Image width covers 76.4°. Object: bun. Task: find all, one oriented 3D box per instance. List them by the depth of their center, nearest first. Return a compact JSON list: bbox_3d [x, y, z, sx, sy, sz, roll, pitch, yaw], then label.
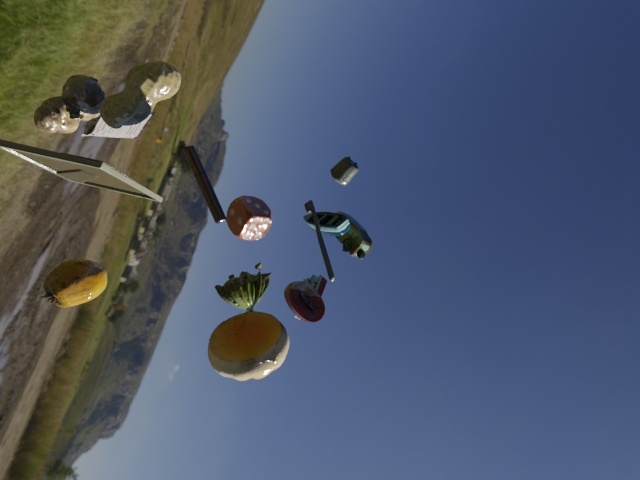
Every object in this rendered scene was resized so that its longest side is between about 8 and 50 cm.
[{"bbox_3d":[-0.256,0.405,1.489,0.299,0.299,0.164,-114,-165,-60],"label":"bun"}]

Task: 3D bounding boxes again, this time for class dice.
[{"bbox_3d":[-0.369,-0.113,2.096,0.175,0.174,0.179,-53,-127,29],"label":"dice"}]

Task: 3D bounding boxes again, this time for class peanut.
[{"bbox_3d":[-0.593,-0.475,1.326,0.298,0.136,0.120,-38,-157,8],"label":"peanut"}]

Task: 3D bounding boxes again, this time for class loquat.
[{"bbox_3d":[-0.929,0.161,1.538,0.234,0.176,0.187,-30,180,-44],"label":"loquat"}]

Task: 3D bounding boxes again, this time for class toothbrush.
[{"bbox_3d":[0.000,0.000,1.408,0.031,0.030,0.297,-23,-102,28],"label":"toothbrush"}]

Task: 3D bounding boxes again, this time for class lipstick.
[{"bbox_3d":[-0.510,-0.244,1.794,0.057,0.057,0.356,-21,-87,61],"label":"lipstick"}]

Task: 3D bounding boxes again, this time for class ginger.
[{"bbox_3d":[-1.039,-0.542,1.681,0.304,0.155,0.245,-55,-160,-24],"label":"ginger"}]

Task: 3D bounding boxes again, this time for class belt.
[{"bbox_3d":[-0.075,0.268,1.799,0.128,0.200,0.124,-38,-173,-19],"label":"belt"}]

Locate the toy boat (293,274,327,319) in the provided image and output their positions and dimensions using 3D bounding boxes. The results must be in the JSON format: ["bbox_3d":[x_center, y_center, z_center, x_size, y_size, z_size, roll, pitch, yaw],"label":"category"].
[{"bbox_3d":[-0.079,0.334,2.378,0.145,0.133,0.331,-50,-170,43],"label":"toy boat"}]

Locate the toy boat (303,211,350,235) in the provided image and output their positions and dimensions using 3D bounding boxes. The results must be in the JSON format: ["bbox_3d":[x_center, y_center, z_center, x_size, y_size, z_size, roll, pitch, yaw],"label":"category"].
[{"bbox_3d":[0.015,-0.075,1.759,0.096,0.061,0.299,-42,-152,-21],"label":"toy boat"}]

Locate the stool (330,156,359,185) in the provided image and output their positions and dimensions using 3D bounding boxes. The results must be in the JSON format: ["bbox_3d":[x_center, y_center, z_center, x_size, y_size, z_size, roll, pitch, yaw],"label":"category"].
[{"bbox_3d":[0.103,-0.296,1.724,0.110,0.096,0.096,-44,-150,19],"label":"stool"}]

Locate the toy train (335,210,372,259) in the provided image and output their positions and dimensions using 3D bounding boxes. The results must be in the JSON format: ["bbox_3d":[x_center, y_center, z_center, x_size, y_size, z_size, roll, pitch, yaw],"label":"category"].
[{"bbox_3d":[0.170,-0.028,2.307,0.159,0.129,0.326,-53,-131,19],"label":"toy train"}]

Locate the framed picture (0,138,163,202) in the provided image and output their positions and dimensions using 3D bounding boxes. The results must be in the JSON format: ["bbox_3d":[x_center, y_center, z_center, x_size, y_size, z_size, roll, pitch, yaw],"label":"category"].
[{"bbox_3d":[-0.625,-0.180,1.070,0.247,0.335,0.022,48,57,-72],"label":"framed picture"}]

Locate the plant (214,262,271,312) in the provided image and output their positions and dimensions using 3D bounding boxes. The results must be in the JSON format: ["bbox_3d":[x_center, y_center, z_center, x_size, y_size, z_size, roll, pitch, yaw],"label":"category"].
[{"bbox_3d":[-0.307,0.284,1.731,0.180,0.251,0.333,38,38,-80],"label":"plant"}]

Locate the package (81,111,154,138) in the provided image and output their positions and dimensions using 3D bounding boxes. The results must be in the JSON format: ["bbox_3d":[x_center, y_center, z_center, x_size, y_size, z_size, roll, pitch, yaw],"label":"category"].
[{"bbox_3d":[-0.833,-0.475,1.678,0.251,0.204,0.062,-20,-92,37],"label":"package"}]
